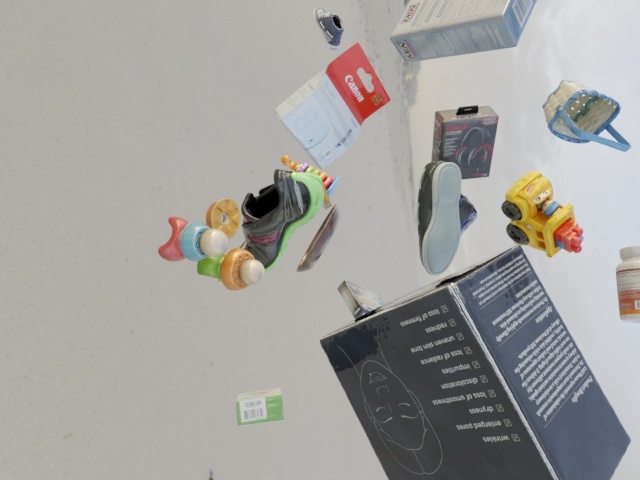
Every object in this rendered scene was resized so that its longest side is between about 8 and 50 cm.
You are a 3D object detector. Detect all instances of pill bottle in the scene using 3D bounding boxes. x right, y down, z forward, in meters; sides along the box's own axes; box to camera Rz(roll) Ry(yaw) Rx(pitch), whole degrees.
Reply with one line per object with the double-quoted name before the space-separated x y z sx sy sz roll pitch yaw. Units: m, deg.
"pill bottle" 0.941 0.129 1.400 0.121 0.121 0.216 49 44 -69

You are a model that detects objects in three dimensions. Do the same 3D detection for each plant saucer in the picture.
"plant saucer" 0.000 0.000 1.883 0.310 0.050 0.310 -60 -176 6

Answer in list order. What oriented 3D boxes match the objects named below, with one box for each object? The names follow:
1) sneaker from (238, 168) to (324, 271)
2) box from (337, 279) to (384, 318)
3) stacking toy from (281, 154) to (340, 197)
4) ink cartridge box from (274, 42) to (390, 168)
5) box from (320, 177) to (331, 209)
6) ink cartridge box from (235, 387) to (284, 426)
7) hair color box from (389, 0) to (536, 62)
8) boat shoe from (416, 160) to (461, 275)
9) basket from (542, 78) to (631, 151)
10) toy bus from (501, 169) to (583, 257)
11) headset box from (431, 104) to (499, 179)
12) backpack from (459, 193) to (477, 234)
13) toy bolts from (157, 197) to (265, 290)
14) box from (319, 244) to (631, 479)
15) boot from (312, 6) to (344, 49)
"sneaker" -0.178 -0.064 1.532 0.202 0.483 0.185 17 42 -27
"box" 0.196 0.275 2.012 0.231 0.056 0.183 27 22 -39
"stacking toy" -0.070 -0.311 2.317 0.302 0.175 0.166 38 42 -5
"ink cartridge box" 0.067 -0.486 1.775 0.308 0.385 0.091 44 13 -47
"box" 0.005 -0.185 1.853 0.136 0.028 0.081 66 -8 -25
"ink cartridge box" -0.151 0.413 1.199 0.209 0.109 0.062 117 -33 -76
"hair color box" 0.405 -0.645 1.382 0.113 0.374 0.185 38 74 -41
"boat shoe" 0.310 -0.061 1.278 0.091 0.114 0.302 -150 -115 -64
"basket" 0.968 -0.439 1.734 0.289 0.255 0.201 -98 -152 -47
"toy bus" 0.639 -0.059 1.334 0.211 0.149 0.220 44 -11 51
"headset box" 0.557 -0.388 1.861 0.110 0.218 0.293 -99 -177 -52
"backpack" 0.507 -0.115 1.833 0.117 0.158 0.173 28 25 -14
"toy bolts" -0.222 -0.003 1.085 0.228 0.158 0.218 24 74 -55
"box" 0.320 0.335 1.102 0.297 0.480 0.472 -19 80 -39
"boot" 0.032 -0.747 1.620 0.190 0.069 0.086 67 -27 21
